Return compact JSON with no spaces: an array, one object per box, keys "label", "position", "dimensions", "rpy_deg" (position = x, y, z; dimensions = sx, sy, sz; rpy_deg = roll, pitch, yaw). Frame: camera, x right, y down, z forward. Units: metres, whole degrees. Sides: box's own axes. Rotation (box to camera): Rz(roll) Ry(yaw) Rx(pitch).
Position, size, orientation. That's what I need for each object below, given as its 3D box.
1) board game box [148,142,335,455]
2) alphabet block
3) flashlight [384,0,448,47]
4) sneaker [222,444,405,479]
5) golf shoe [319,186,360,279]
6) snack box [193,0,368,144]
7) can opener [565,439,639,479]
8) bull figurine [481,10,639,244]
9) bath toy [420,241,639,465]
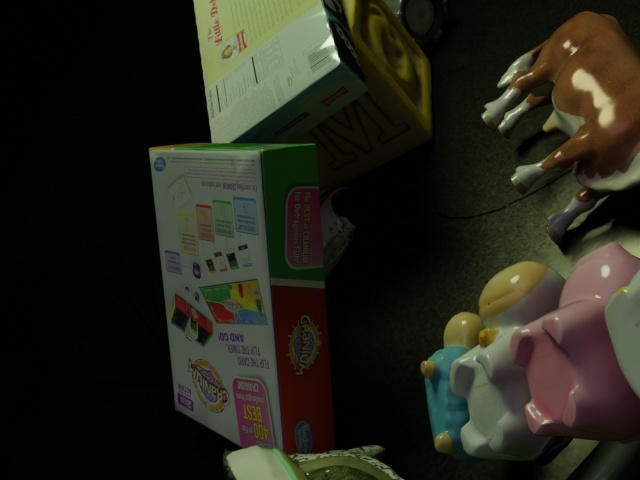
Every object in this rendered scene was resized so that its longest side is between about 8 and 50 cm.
[{"label":"board game box","position":[-0.089,0.056,0.869],"dimensions":[0.064,0.316,0.242],"rpy_deg":[-11,13,-35]},{"label":"alphabet block","position":[0.021,-0.212,1.118],"dimensions":[0.197,0.193,0.192],"rpy_deg":[-26,39,29]},{"label":"flashlight","position":[0.067,-0.351,1.308],"dimensions":[0.304,0.103,0.103],"rpy_deg":[16,67,54]},{"label":"sneaker","position":[0.064,0.231,0.586],"dimensions":[0.182,0.158,0.410],"rpy_deg":[-17,17,-22]},{"label":"golf shoe","position":[0.000,0.000,1.020],"dimensions":[0.086,0.067,0.186],"rpy_deg":[-19,40,33]},{"label":"snack box","position":[-0.062,-0.255,1.008],"dimensions":[0.187,0.060,0.322],"rpy_deg":[-31,49,24]},{"label":"can opener","position":[0.273,0.117,0.590],"dimensions":[0.280,0.074,0.093],"rpy_deg":[-47,-3,-6]},{"label":"bull figurine","position":[0.273,-0.113,0.802],"dimensions":[0.188,0.101,0.310],"rpy_deg":[-34,34,21]},{"label":"bath toy","position":[0.189,0.071,0.549],"dimensions":[0.348,0.129,0.151],"rpy_deg":[137,130,-67]}]
